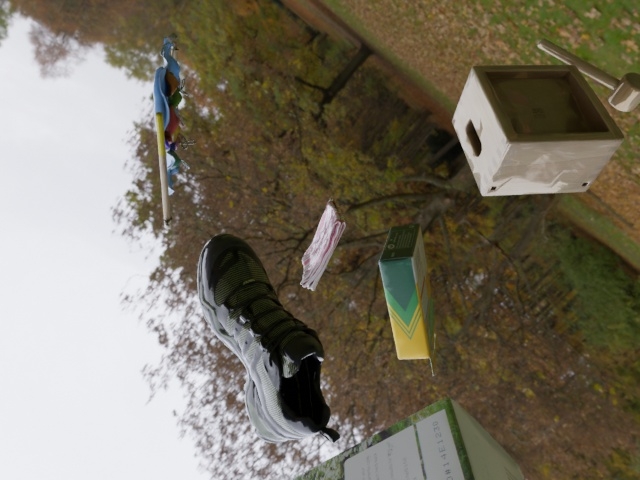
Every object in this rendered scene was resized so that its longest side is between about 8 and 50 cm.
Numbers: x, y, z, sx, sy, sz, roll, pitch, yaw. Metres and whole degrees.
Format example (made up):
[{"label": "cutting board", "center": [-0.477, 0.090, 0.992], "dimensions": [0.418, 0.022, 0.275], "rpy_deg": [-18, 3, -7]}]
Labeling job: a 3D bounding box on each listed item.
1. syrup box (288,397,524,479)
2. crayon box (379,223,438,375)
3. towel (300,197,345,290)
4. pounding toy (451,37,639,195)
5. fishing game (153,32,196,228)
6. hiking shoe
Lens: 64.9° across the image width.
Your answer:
[{"label": "syrup box", "center": [0.020, 0.214, 0.333], "dimensions": [0.096, 0.237, 0.093], "rpy_deg": [47, -161, -22]}, {"label": "crayon box", "center": [0.225, 0.146, 1.251], "dimensions": [0.203, 0.083, 0.322], "rpy_deg": [-57, -44, -62]}, {"label": "towel", "center": [0.000, 0.000, 0.974], "dimensions": [0.029, 0.144, 0.197], "rpy_deg": [24, -166, -10]}, {"label": "pounding toy", "center": [0.271, -0.146, 0.592], "dimensions": [0.206, 0.094, 0.181], "rpy_deg": [-3, -126, -8]}, {"label": "fishing game", "center": [-0.174, -0.150, 0.615], "dimensions": [0.041, 0.189, 0.264], "rpy_deg": [0, -148, -12]}, {"label": "hiking shoe", "center": [-0.044, 0.092, 0.506], "dimensions": [0.086, 0.114, 0.226], "rpy_deg": [-25, -87, -44]}]
